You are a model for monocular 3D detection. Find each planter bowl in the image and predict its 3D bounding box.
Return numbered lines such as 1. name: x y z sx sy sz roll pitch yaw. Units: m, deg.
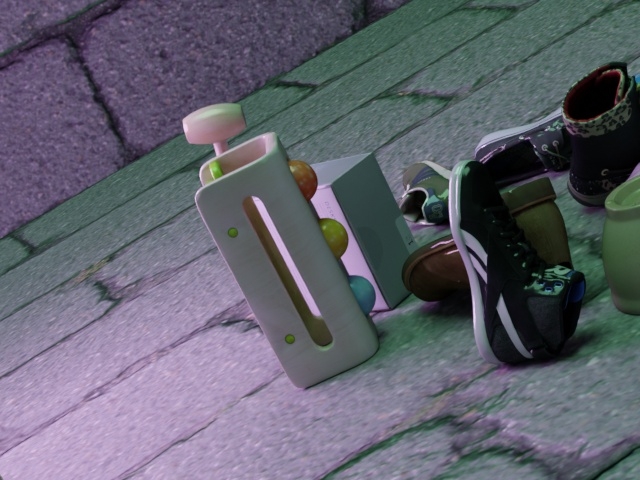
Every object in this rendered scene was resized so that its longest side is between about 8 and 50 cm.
1. planter bowl: 0.358 -0.011 1.773 0.162 0.109 0.162 -25 16 8

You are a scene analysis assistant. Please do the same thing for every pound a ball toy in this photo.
1. pound a ball toy: -0.042 -0.015 2.040 0.135 0.319 0.208 -25 15 6

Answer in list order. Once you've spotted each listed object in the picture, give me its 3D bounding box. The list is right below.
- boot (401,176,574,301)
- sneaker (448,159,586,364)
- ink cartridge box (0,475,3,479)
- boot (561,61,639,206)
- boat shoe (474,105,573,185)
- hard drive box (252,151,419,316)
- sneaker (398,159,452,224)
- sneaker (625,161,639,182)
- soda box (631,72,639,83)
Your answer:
1. boot: 0.185 0.035 1.933 0.112 0.115 0.305 -20 -9 -26
2. sneaker: 0.211 0.016 1.760 0.121 0.217 0.079 -9 5 37
3. ink cartridge box: -0.416 0.343 1.921 0.188 0.097 0.255 -35 17 -26
4. boot: 0.390 -0.155 2.042 0.236 0.179 0.085 -34 56 -5
5. boat shoe: 0.302 -0.124 2.297 0.228 0.080 0.076 -13 38 32
6. hard drive box: 0.000 0.000 2.186 0.232 0.181 0.089 -7 24 48
7. sneaker: 0.139 -0.062 2.366 0.086 0.064 0.192 -26 18 -16
8. sneaker: 0.410 -0.063 1.936 0.094 0.080 0.212 -37 8 -17
9. soda box: 0.511 -0.210 2.225 0.210 0.071 0.067 -20 17 22
